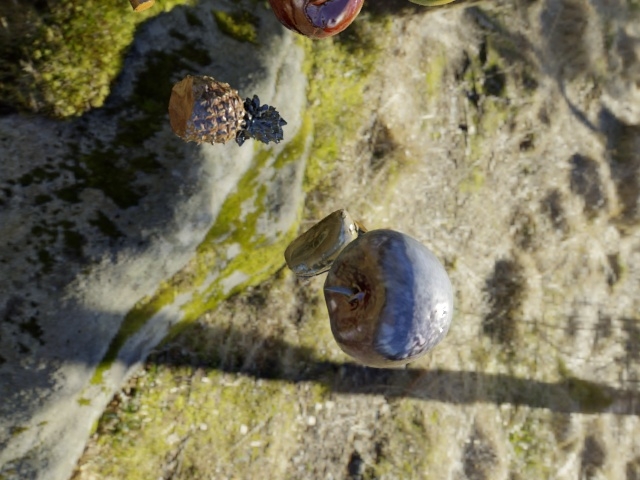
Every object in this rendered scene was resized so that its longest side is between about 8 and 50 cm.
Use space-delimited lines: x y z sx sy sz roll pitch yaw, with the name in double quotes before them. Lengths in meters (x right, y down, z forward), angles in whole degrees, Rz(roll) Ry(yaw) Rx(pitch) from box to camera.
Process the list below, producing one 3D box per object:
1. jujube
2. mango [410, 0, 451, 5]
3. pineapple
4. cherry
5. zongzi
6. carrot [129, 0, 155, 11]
"jujube" -0.025 -0.552 1.616 0.223 0.223 0.318 46 15 -42
"mango" 0.162 -0.499 1.288 0.114 0.156 0.250 8 52 -56
"pineapple" -0.196 -0.281 1.782 0.279 0.158 0.157 6 82 -34
"cherry" 0.126 0.109 1.460 0.296 0.218 0.254 13 67 -48
"zongzi" 0.000 0.000 1.654 0.099 0.195 0.197 68 10 22
"carrot" -0.373 -0.511 1.516 0.048 0.048 0.139 -29 90 -51
